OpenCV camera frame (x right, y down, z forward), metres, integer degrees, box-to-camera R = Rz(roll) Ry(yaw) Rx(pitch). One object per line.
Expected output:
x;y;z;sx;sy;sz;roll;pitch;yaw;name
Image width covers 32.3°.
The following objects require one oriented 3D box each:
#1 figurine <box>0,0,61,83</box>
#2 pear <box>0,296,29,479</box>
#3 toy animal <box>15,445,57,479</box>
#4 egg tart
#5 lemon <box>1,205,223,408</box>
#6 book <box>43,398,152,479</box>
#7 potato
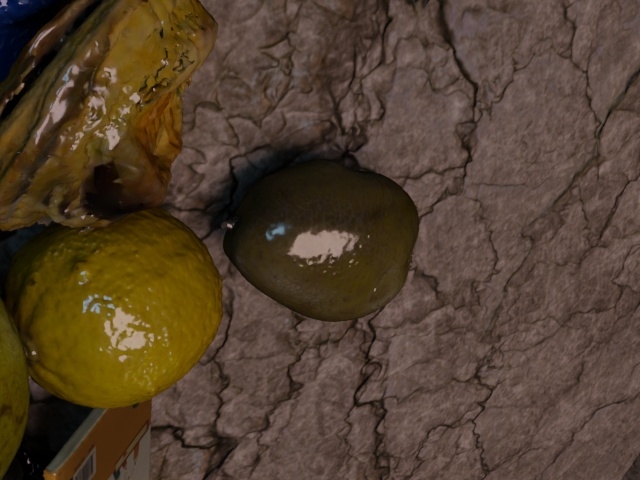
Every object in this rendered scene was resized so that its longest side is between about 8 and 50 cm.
-0.258;-0.176;0.863;0.262;0.121;0.164;-53;176;-24;figurine
-0.375;0.109;0.872;0.269;0.269;0.321;-32;124;-18;pear
-0.384;0.259;1.149;0.210;0.117;0.121;21;65;-30;toy animal
-0.162;-0.102;0.908;0.297;0.132;0.297;-59;-179;2;egg tart
-0.196;0.061;1.045;0.231;0.192;0.192;-33;141;-42;lemon
-0.243;0.292;1.237;0.208;0.020;0.295;-57;159;-53;book
0.000;0.000;1.200;0.251;0.159;0.174;12;89;-37;potato
